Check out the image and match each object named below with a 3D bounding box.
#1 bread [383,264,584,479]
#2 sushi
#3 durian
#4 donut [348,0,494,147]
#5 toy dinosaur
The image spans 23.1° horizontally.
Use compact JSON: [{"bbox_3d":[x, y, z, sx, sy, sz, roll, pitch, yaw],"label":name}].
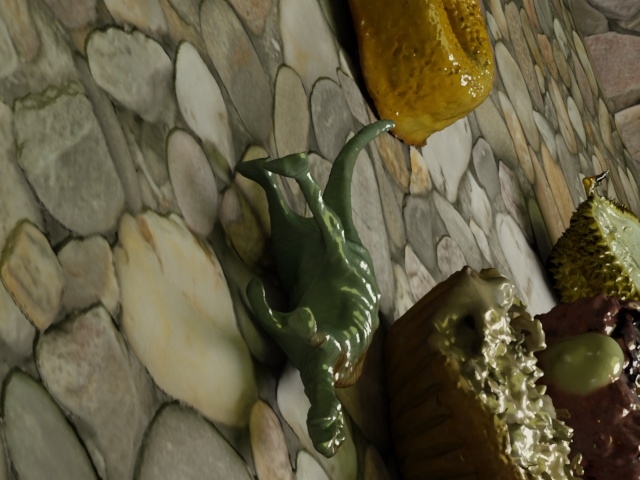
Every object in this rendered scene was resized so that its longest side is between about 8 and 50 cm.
[{"bbox_3d":[0.150,0.166,1.445,0.274,0.149,0.274,48,27,-35],"label":"bread"},{"bbox_3d":[0.332,0.198,1.852,0.236,0.171,0.270,56,30,-37],"label":"sushi"},{"bbox_3d":[0.380,0.025,2.177,0.237,0.138,0.193,66,26,-16],"label":"durian"},{"bbox_3d":[0.108,-0.251,1.759,0.277,0.108,0.277,51,28,-41],"label":"donut"},{"bbox_3d":[0.000,0.000,1.286,0.205,0.092,0.393,63,20,-22],"label":"toy dinosaur"}]
